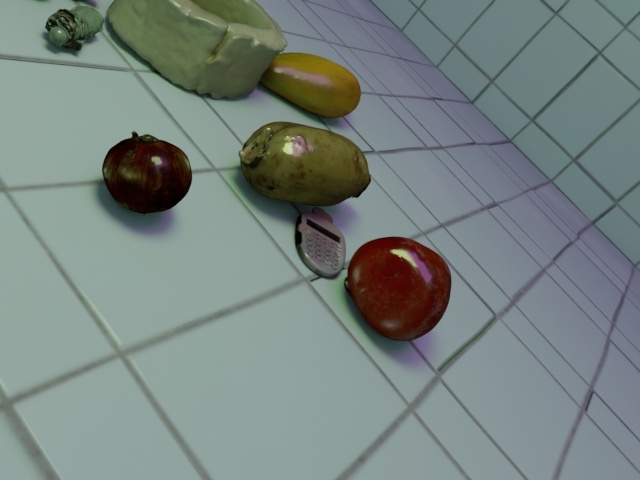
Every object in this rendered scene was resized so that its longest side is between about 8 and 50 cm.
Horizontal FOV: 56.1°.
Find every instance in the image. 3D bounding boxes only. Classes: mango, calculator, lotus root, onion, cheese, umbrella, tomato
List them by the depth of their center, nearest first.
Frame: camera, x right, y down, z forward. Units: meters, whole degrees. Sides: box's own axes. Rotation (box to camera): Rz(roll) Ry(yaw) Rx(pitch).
[{"bbox_3d":[-0.227,-0.089,0.801,0.117,0.118,0.118,-21,65,-34],"label":"onion"},{"bbox_3d":[0.134,0.070,0.989,0.187,0.151,0.187,30,26,-16],"label":"tomato"},{"bbox_3d":[-0.411,-0.354,0.999,0.143,0.062,0.067,-82,150,-57],"label":"umbrella"},{"bbox_3d":[0.000,0.000,1.048,0.103,0.024,0.165,30,33,-20],"label":"calculator"},{"bbox_3d":[-0.015,-0.134,1.076,0.284,0.146,0.160,11,29,-43],"label":"lotus root"},{"bbox_3d":[-0.241,-0.430,1.199,0.292,0.153,0.332,45,30,7],"label":"cheese"},{"bbox_3d":[-0.020,-0.377,1.446,0.317,0.119,0.176,5,48,-35],"label":"mango"}]
